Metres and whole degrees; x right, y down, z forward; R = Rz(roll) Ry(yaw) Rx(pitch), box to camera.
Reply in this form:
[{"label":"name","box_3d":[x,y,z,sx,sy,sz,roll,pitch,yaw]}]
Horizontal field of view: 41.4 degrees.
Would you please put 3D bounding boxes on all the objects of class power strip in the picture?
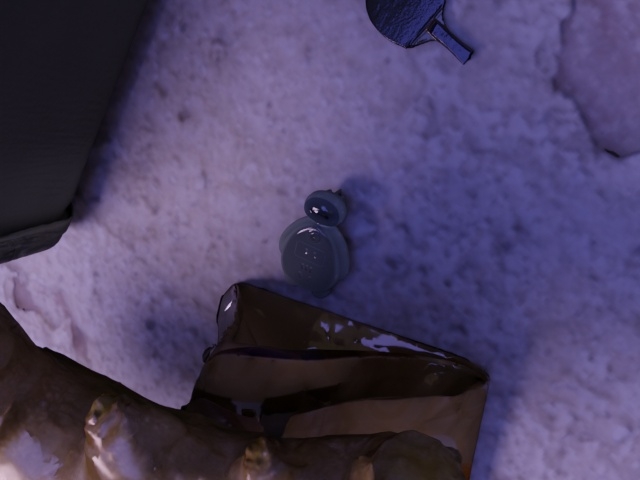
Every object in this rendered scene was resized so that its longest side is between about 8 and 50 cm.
[{"label":"power strip","box_3d":[0.000,0.000,0.597,0.055,0.035,0.083,24,124,16]}]

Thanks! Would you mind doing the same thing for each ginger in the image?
[{"label":"ginger","box_3d":[-0.129,0.136,0.447,0.348,0.122,0.363,30,134,11]}]

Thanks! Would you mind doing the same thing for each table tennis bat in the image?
[{"label":"table tennis bat","box_3d":[0.065,-0.143,0.543,0.083,0.007,0.050,43,114,9]}]

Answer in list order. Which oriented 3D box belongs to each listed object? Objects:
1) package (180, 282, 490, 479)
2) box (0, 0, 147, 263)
[{"label":"package","box_3d":[-0.032,0.217,0.585,0.221,0.165,0.311,19,110,17]},{"label":"box","box_3d":[-0.253,-0.143,0.490,0.177,0.352,0.344,35,111,12]}]
